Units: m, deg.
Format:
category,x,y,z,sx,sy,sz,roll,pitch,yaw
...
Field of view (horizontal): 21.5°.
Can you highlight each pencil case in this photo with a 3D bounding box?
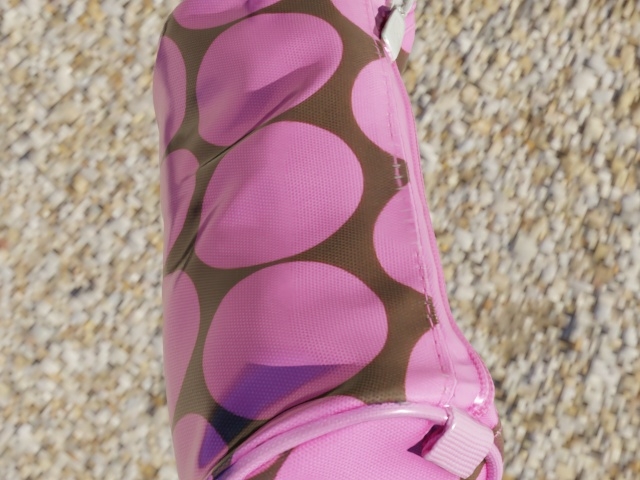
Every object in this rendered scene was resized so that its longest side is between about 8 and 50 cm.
category,x,y,z,sx,sy,sz,roll,pitch,yaw
pencil case,0.000,0.000,0.498,0.098,0.209,0.095,-24,136,15
